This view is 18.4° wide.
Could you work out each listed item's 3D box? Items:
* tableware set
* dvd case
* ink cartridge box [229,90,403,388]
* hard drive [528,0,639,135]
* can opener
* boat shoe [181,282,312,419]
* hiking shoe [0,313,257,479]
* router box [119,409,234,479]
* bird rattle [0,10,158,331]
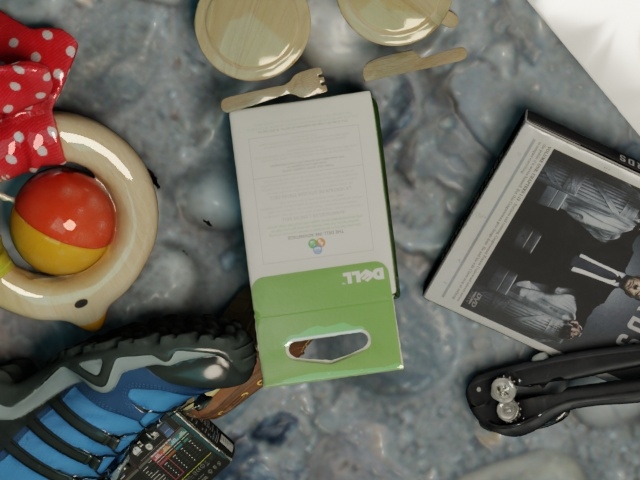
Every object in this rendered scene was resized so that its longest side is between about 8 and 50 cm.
[{"bbox_3d":[0.002,-0.175,1.470,0.194,0.039,0.128,-13,92,1],"label":"tableware set"},{"bbox_3d":[0.223,0.021,1.513,0.238,0.030,0.179,25,122,-6],"label":"dvd case"},{"bbox_3d":[0.000,0.000,1.478,0.109,0.062,0.209,-8,85,5],"label":"ink cartridge box"},{"bbox_3d":[0.328,-0.207,1.446,0.307,0.040,0.203,-39,103,14],"label":"hard drive"},{"bbox_3d":[0.200,0.109,1.529,0.186,0.073,0.059,-18,85,25],"label":"can opener"},{"bbox_3d":[-0.043,0.077,1.552,0.178,0.064,0.060,-39,137,9],"label":"boat shoe"},{"bbox_3d":[-0.171,0.141,1.523,0.304,0.113,0.132,-17,93,27],"label":"hiking shoe"},{"bbox_3d":[-0.143,0.179,1.596,0.092,0.038,0.122,44,104,-12],"label":"router box"},{"bbox_3d":[-0.223,-0.035,1.508,0.207,0.143,0.254,22,95,-17],"label":"bird rattle"}]
